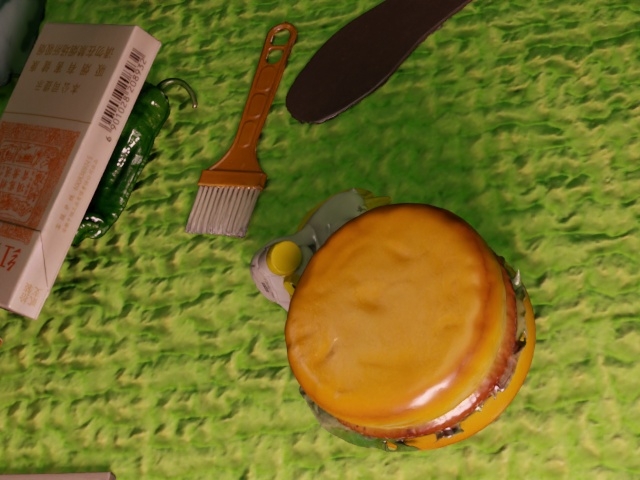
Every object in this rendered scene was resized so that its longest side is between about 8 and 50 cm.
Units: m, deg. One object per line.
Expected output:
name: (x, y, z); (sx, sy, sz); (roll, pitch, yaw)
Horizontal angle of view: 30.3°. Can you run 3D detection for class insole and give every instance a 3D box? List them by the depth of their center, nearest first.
insole: (0.089, -0.257, 1.446); (0.328, 0.007, 0.111); (-39, 56, -3)

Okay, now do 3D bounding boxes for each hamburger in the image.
hamburger: (0.092, 0.092, 1.147); (0.246, 0.170, 0.246); (-17, 56, 27)

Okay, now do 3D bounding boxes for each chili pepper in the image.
chili pepper: (-0.253, -0.101, 1.455); (0.100, 0.074, 0.257); (16, 74, 31)

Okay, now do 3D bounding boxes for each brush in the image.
brush: (-0.084, -0.143, 1.444); (0.090, 0.017, 0.314); (5, 63, 24)

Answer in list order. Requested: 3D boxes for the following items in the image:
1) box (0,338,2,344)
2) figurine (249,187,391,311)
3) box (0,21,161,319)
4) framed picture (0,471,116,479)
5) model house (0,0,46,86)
box: (-0.551, 0.139, 1.300); (0.214, 0.283, 0.259); (17, 69, 27)
figurine: (0.005, 0.002, 1.286); (0.178, 0.109, 0.129); (-34, 33, -3)
box: (-0.339, -0.095, 1.432); (0.205, 0.051, 0.365); (12, 76, 43)
framed picture: (-0.300, 0.345, 1.248); (0.150, 0.015, 0.203); (-4, 60, 20)
model house: (-0.580, -0.346, 1.627); (0.329, 0.252, 0.295); (-7, 60, 25)
